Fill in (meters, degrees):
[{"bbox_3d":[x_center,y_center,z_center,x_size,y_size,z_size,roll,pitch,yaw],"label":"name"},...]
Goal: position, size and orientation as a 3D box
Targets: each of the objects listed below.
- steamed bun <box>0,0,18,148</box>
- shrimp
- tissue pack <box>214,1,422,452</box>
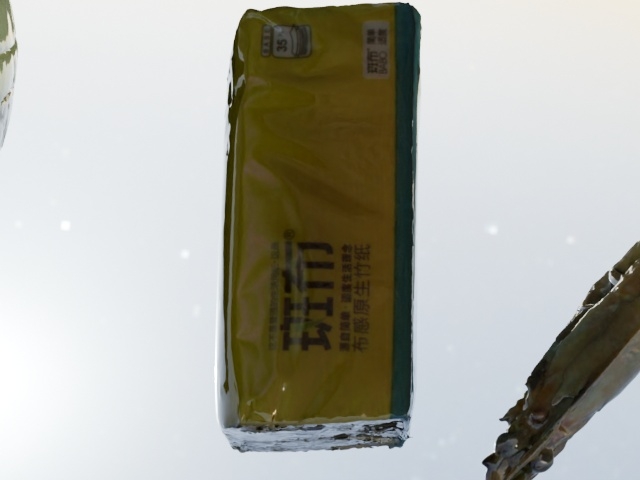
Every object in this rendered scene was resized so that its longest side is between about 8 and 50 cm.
[{"bbox_3d":[-0.333,-0.052,0.986,0.333,0.233,0.312,-1,-168,24],"label":"steamed bun"},{"bbox_3d":[0.175,0.064,1.061,0.052,0.251,0.143,47,164,-2],"label":"shrimp"},{"bbox_3d":[0.000,0.000,0.692,0.082,0.169,0.120,1,168,1],"label":"tissue pack"}]
